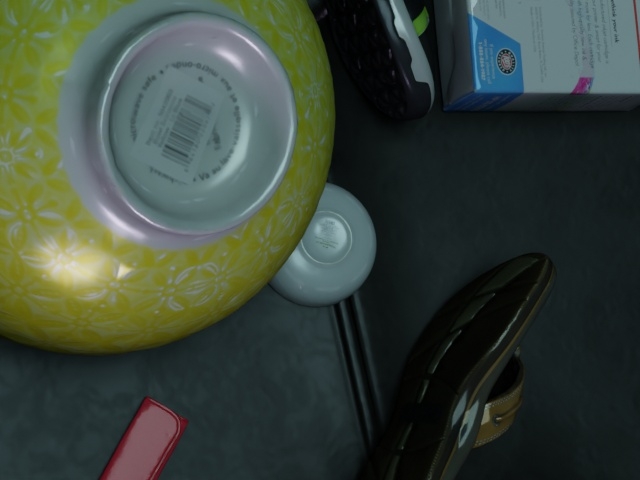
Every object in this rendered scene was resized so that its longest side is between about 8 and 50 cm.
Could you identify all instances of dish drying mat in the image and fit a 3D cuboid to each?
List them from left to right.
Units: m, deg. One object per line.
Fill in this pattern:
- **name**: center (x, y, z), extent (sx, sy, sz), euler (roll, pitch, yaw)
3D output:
- **dish drying mat**: center (-0.114, 0.140, 0.984), extent (0.032, 0.008, 0.083), euler (32, 73, -10)

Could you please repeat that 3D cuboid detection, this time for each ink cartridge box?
- **ink cartridge box**: center (0.174, -0.144, 1.096), extent (0.181, 0.061, 0.104), euler (-1, 82, -18)

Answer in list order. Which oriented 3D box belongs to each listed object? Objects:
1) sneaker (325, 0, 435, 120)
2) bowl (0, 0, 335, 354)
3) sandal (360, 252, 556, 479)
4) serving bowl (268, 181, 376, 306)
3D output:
- **sneaker**: center (0.050, -0.198, 1.054), extent (0.097, 0.084, 0.235), euler (-17, 86, -21)
- **bowl**: center (-0.099, -0.067, 0.884), extent (0.289, 0.156, 0.289), euler (-4, 98, -29)
- **sandal**: center (0.094, 0.108, 1.018), extent (0.060, 0.090, 0.219), euler (34, 70, -27)
- **serving bowl**: center (0.000, 0.000, 1.034), extent (0.083, 0.027, 0.083), euler (3, 79, -18)
